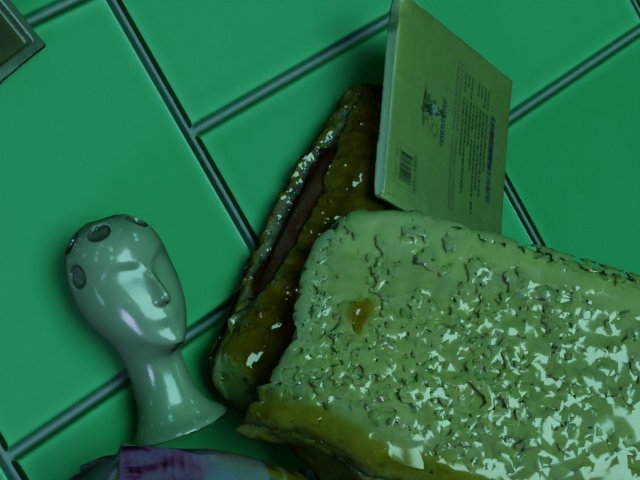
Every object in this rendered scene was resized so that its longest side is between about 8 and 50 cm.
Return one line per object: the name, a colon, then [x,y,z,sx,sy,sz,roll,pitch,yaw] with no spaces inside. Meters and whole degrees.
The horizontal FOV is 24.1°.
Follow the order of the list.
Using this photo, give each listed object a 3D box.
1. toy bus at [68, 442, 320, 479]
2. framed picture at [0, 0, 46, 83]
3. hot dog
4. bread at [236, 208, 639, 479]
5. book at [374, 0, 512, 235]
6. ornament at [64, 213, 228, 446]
toy bus: [-0.118,0.302,0.907,0.162,0.171,0.386,26,65,-22]
framed picture: [-0.320,-0.130,0.970,0.184,0.016,0.250,51,58,-13]
hot dog: [0.001,0.001,1.118,0.083,0.068,0.289,41,58,-26]
bread: [0.119,0.135,1.133,0.315,0.279,0.248,17,71,5]
book: [0.102,-0.085,1.190,0.192,0.013,0.168,28,62,-51]
ornament: [-0.120,0.057,1.019,0.075,0.081,0.156,-23,96,-38]
